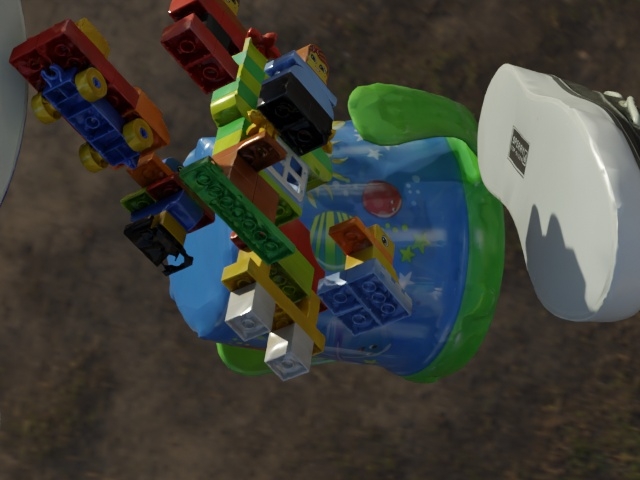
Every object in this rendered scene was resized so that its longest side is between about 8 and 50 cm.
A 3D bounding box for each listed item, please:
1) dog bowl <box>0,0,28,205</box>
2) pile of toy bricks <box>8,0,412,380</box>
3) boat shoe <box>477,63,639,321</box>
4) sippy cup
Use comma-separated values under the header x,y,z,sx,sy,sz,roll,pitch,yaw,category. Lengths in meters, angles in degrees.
x,y,z,sx,sy,sz,roll,pitch,yaw,category
-0.256,-0.071,0.748,0.104,0.265,0.265,-9,74,55,dog bowl
-0.030,-0.048,0.826,0.118,0.212,0.105,-22,37,27,pile of toy bricks
0.120,-0.026,0.775,0.070,0.219,0.078,7,111,-8,boat shoe
0.000,0.000,1.529,0.240,0.224,0.305,38,123,58,sippy cup
